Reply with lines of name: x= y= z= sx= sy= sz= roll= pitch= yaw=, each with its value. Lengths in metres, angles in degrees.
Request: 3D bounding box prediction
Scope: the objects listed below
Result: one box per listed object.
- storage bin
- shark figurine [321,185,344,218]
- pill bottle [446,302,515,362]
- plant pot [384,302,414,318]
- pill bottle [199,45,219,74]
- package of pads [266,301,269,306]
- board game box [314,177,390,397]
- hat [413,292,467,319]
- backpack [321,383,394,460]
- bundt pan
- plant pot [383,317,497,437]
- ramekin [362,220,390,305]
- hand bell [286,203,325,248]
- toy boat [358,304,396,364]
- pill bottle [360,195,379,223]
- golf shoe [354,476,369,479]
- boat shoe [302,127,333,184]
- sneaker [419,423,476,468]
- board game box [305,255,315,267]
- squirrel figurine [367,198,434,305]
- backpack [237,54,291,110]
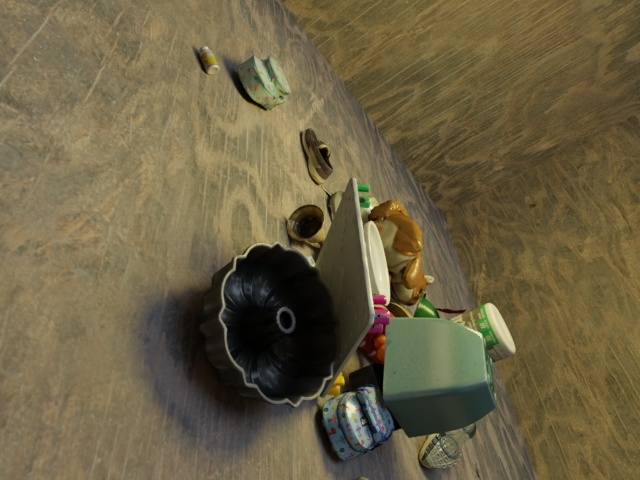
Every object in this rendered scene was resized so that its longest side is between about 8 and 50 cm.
storage bin: x=0.163 y=0.448 z=1.374 sx=0.122 sy=0.084 sz=0.180 roll=27 pitch=41 yaw=-54
shark figurine: x=0.090 y=-0.144 z=1.885 sx=0.166 sy=0.116 sz=0.278 roll=47 pitch=24 yaw=-27
pill bottle: x=0.515 y=0.393 z=1.822 sx=0.204 sy=0.361 sz=0.204 roll=47 pitch=26 yaw=-31
plant pot: x=0.270 y=0.314 z=1.609 sx=0.032 sy=0.236 sz=0.236 roll=-16 pitch=74 yaw=-26
pill bottle: x=-0.352 y=-0.567 z=1.528 sx=0.043 sy=0.043 sz=0.083 roll=-1 pitch=64 yaw=-65
package of pads: x=-0.143 y=0.141 z=1.126 sx=0.032 sy=0.050 sz=0.083 roll=-3 pitch=65 yaw=-65
board game box: x=0.057 y=0.119 z=1.165 sx=0.050 sy=0.390 sz=0.389 roll=7 pitch=50 yaw=-13
hat: x=0.477 y=0.322 z=1.971 sx=0.172 sy=0.184 sz=0.208 roll=-71 pitch=162 yaw=1
backpack: x=0.085 y=0.439 z=1.177 sx=0.173 sy=0.117 sz=0.158 roll=12 pitch=53 yaw=-60
bundt pan: x=-0.110 y=0.175 z=0.995 sx=0.331 sy=0.124 sz=0.330 roll=26 pitch=53 yaw=-40
plant pot: x=0.326 y=0.358 z=1.299 sx=0.247 sy=0.252 sz=0.247 roll=-80 pitch=151 yaw=-42
ramekin: x=0.130 y=0.085 z=1.584 sx=0.277 sy=0.135 sz=0.277 roll=-12 pitch=90 yaw=-74
hand bell: x=0.000 y=0.000 z=1.564 sx=0.242 sy=0.126 sz=0.126 roll=51 pitch=22 yaw=-53
toy boat: x=0.190 y=0.313 z=1.480 sx=0.231 sy=0.151 sz=0.151 roll=45 pitch=15 yaw=-32
pill bottle: x=0.190 y=-0.125 z=2.081 sx=0.103 sy=0.103 sz=0.184 roll=59 pitch=23 yaw=-5
golf shoe: x=0.124 y=0.628 z=1.106 sx=0.086 sy=0.069 sz=0.176 roll=35 pitch=34 yaw=-58
boat shoe: x=-0.005 y=-0.350 z=1.945 sx=0.103 sy=0.092 sz=0.285 roll=37 pitch=32 yaw=-44
sneaker: x=0.406 y=0.664 z=1.612 sx=0.297 sy=0.129 sz=0.111 roll=-14 pitch=78 yaw=-48
board game box: x=-0.025 y=0.123 z=1.432 sx=0.154 sy=0.026 sz=0.103 roll=64 pitch=23 yaw=7
squirrel figurine: x=0.312 y=0.055 z=1.930 sx=0.370 sy=0.281 sz=0.397 roll=52 pitch=26 yaw=-36
backpack: x=-0.201 y=-0.567 z=1.726 sx=0.188 sy=0.144 sz=0.165 roll=-7 pitch=75 yaw=-63
